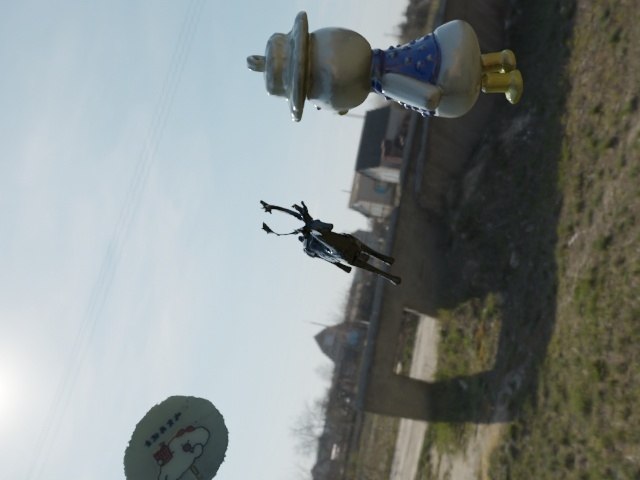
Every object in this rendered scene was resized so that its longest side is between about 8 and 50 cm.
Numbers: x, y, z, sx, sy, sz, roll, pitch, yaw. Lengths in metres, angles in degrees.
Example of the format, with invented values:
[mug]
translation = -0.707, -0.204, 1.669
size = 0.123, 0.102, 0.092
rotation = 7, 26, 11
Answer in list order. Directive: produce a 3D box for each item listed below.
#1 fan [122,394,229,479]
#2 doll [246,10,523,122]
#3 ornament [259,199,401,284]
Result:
[fan]
translation = -0.201, 0.388, 1.006
size = 0.191, 0.329, 0.009
rotation = -42, -36, -18
[doll]
translation = 0.067, -0.183, 0.665
size = 0.138, 0.294, 0.119
rotation = -90, 4, -46
[ornament]
translation = 0.000, 0.000, 0.462
size = 0.073, 0.125, 0.028
rotation = 9, 76, 53
